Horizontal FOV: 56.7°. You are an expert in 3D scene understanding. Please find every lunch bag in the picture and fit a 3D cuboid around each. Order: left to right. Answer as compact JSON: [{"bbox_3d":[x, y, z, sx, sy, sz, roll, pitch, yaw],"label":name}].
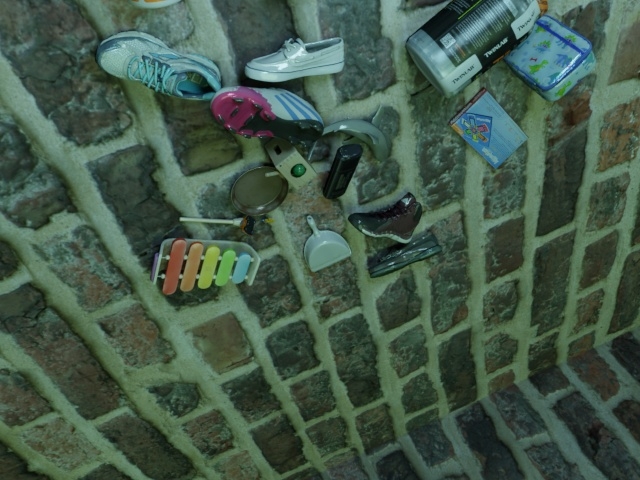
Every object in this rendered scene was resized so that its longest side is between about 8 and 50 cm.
[{"bbox_3d":[0.615,-0.497,1.599,0.176,0.219,0.090,-42,140,15],"label":"lunch bag"}]

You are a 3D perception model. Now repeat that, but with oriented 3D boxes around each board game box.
[{"bbox_3d":[0.523,-0.340,1.834,0.145,0.027,0.281,-46,133,16],"label":"board game box"}]

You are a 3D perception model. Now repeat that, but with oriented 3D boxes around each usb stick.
[{"bbox_3d":[0.058,-0.188,1.653,0.077,0.045,0.278,-20,164,-15],"label":"usb stick"}]

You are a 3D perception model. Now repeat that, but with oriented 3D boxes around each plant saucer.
[{"bbox_3d":[-0.173,-0.144,1.676,0.169,0.029,0.168,-14,133,-15],"label":"plant saucer"}]

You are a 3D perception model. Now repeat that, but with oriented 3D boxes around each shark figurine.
[{"bbox_3d":[0.098,-0.283,1.624,0.278,0.116,0.166,1,127,-29],"label":"shark figurine"}]

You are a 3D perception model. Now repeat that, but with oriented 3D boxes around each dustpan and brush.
[{"bbox_3d":[0.000,0.000,1.879,0.147,0.060,0.211,-24,142,3],"label":"dustpan and brush"}]

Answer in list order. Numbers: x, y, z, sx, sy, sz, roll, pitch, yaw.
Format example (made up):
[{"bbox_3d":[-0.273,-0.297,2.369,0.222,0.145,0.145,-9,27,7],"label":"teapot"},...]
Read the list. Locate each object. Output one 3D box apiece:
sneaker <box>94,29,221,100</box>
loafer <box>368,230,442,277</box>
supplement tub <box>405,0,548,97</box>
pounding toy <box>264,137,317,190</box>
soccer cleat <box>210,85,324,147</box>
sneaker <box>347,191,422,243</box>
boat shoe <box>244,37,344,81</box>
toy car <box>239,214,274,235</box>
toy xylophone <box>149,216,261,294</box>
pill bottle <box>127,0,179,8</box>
[{"bbox_3d":[-0.348,-0.378,1.314,0.283,0.122,0.110,5,126,-29],"label":"sneaker"},{"bbox_3d":[0.283,0.050,2.051,0.268,0.084,0.096,-21,166,-2],"label":"loafer"},{"bbox_3d":[0.389,-0.525,1.484,0.316,0.193,0.193,-38,135,11],"label":"supplement tub"},{"bbox_3d":[-0.091,-0.203,1.582,0.100,0.141,0.130,-36,135,9],"label":"pounding toy"},{"bbox_3d":[-0.137,-0.319,1.446,0.331,0.143,0.116,9,136,-43],"label":"soccer cleat"},{"bbox_3d":[0.218,-0.091,1.873,0.281,0.106,0.162,9,120,-44],"label":"sneaker"},{"bbox_3d":[-0.061,-0.444,1.426,0.258,0.095,0.084,-17,131,-26],"label":"boat shoe"},{"bbox_3d":[-0.189,-0.039,1.726,0.041,0.060,0.122,-9,170,36],"label":"toy car"},{"bbox_3d":[-0.334,0.043,1.731,0.323,0.081,0.236,-4,130,-23],"label":"toy xylophone"},{"bbox_3d":[-0.338,-0.576,1.141,0.121,0.121,0.221,-14,134,-14],"label":"pill bottle"}]
